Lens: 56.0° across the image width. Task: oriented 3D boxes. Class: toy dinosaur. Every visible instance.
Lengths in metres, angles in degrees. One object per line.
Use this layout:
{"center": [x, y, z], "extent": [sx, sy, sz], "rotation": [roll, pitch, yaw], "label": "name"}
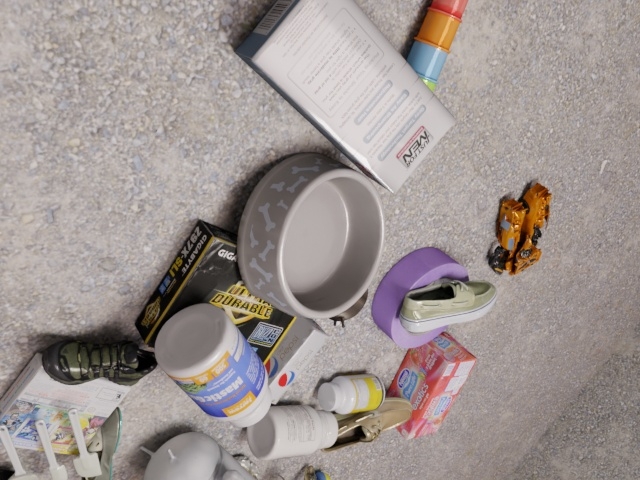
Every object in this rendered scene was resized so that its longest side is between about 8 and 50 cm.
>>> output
{"center": [-0.088, 0.803, 1.788], "extent": [0.064, 0.118, 0.268], "rotation": [42, 60, -83], "label": "toy dinosaur"}

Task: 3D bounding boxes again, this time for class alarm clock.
{"center": [0.055, 0.105, 1.402], "extent": [0.064, 0.129, 0.192], "rotation": [35, 74, -49], "label": "alarm clock"}

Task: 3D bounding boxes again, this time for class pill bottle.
{"center": [-0.068, 0.499, 1.580], "extent": [0.229, 0.131, 0.131], "rotation": [13, 111, -43], "label": "pill bottle"}
{"center": [-0.193, 0.257, 1.176], "extent": [0.152, 0.152, 0.272], "rotation": [-37, 136, -12], "label": "pill bottle"}
{"center": [0.084, 0.426, 1.670], "extent": [0.184, 0.103, 0.103], "rotation": [6, 115, -41], "label": "pill bottle"}

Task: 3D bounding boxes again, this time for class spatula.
{"center": [-0.522, 0.412, 1.154], "extent": [0.168, 0.019, 0.242], "rotation": [-8, 132, -17], "label": "spatula"}

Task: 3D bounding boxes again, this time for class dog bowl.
{"center": [0.000, 0.000, 1.222], "extent": [0.348, 0.102, 0.349], "rotation": [-16, 114, -41], "label": "dog bowl"}

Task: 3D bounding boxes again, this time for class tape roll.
{"center": [0.274, 0.158, 1.640], "extent": [0.274, 0.090, 0.275], "rotation": [-22, 132, -27], "label": "tape roll"}

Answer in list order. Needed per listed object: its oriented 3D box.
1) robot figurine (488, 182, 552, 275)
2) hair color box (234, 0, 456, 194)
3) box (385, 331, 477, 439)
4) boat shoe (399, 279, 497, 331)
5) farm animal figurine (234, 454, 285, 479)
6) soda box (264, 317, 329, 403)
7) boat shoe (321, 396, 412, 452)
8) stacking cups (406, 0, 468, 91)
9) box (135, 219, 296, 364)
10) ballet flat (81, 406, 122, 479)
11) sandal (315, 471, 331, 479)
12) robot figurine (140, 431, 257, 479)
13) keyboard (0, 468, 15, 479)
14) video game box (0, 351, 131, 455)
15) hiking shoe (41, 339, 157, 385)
{"center": [0.592, -0.016, 1.773], "extent": [0.211, 0.085, 0.291], "rotation": [-27, 134, -20], "label": "robot figurine"}
{"center": [0.054, -0.271, 1.067], "extent": [0.374, 0.113, 0.185], "rotation": [38, 93, -32], "label": "hair color box"}
{"center": [0.328, 0.444, 1.852], "extent": [0.154, 0.142, 0.300], "rotation": [3, 118, -40], "label": "box"}
{"center": [0.340, 0.152, 1.547], "extent": [0.302, 0.109, 0.094], "rotation": [-16, 127, -27], "label": "boat shoe"}
{"center": [-0.201, 0.772, 1.646], "extent": [0.326, 0.172, 0.330], "rotation": [36, 81, -29], "label": "farm animal figurine"}
{"center": [-0.081, 0.286, 1.456], "extent": [0.216, 0.074, 0.069], "rotation": [-52, 138, 4], "label": "soda box"}
{"center": [0.133, 0.539, 1.739], "extent": [0.302, 0.098, 0.109], "rotation": [-11, 119, -12], "label": "boat shoe"}
{"center": [0.210, -0.364, 1.220], "extent": [0.096, 0.096, 0.316], "rotation": [8, 109, -42], "label": "stacking cups"}
{"center": [-0.182, 0.126, 1.257], "extent": [0.322, 0.079, 0.257], "rotation": [25, 104, -46], "label": "box"}
{"center": [-0.464, 0.438, 1.260], "extent": [0.068, 0.072, 0.213], "rotation": [-1, 121, -35], "label": "ballet flat"}
{"center": [-0.068, 0.852, 1.852], "extent": [0.138, 0.126, 0.317], "rotation": [26, 95, -23], "label": "sandal"}
{"center": [-0.265, 0.585, 1.390], "extent": [0.300, 0.200, 0.353], "rotation": [-24, 116, 33], "label": "robot figurine"}
{"center": [-0.681, 0.465, 1.140], "extent": [0.108, 0.023, 0.180], "rotation": [-53, 137, -4], "label": "keyboard"}
{"center": [-0.503, 0.320, 1.159], "extent": [0.187, 0.048, 0.205], "rotation": [-52, 137, 3], "label": "video game box"}
{"center": [-0.396, 0.214, 1.116], "extent": [0.114, 0.086, 0.227], "rotation": [-30, 153, 24], "label": "hiking shoe"}
